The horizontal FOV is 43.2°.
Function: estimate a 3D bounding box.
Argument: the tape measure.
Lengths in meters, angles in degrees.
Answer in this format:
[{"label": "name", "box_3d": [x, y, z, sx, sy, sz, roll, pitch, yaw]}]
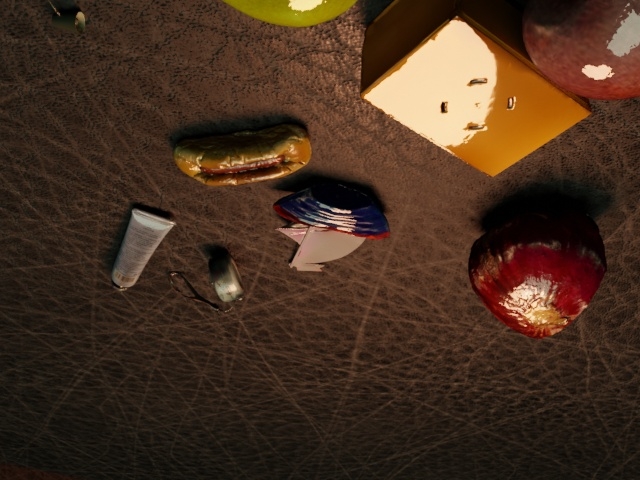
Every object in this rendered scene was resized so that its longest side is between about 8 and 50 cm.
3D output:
[{"label": "tape measure", "box_3d": [-0.247, 0.089, 1.675, 0.179, 0.104, 0.107, -7, 147, 11]}]

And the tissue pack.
[{"label": "tissue pack", "box_3d": [0.217, -0.241, 1.162, 0.274, 0.145, 0.194, 27, 136, -30]}]

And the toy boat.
[{"label": "toy boat", "box_3d": [0.027, -0.005, 1.572, 0.219, 0.072, 0.318, 0, 148, 8]}]

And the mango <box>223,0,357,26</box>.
[{"label": "mango", "box_3d": [-0.065, -0.367, 0.992, 0.273, 0.149, 0.185, 21, 143, -17]}]

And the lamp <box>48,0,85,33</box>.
[{"label": "lamp", "box_3d": [-0.377, -0.342, 1.138, 0.054, 0.041, 0.121, 7, 149, 8]}]

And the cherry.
[{"label": "cherry", "box_3d": [0.391, -0.297, 1.009, 0.307, 0.221, 0.261, 1, 130, -34]}]

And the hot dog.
[{"label": "hot dog", "box_3d": [-0.135, -0.140, 1.380, 0.242, 0.073, 0.084, -6, 139, 10]}]

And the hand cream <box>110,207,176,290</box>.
[{"label": "hand cream", "box_3d": [-0.370, 0.023, 1.635, 0.088, 0.055, 0.256, 22, 138, -15]}]

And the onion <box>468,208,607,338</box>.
[{"label": "onion", "box_3d": [0.399, 0.038, 1.496, 0.207, 0.216, 0.206, 25, 136, -18]}]
